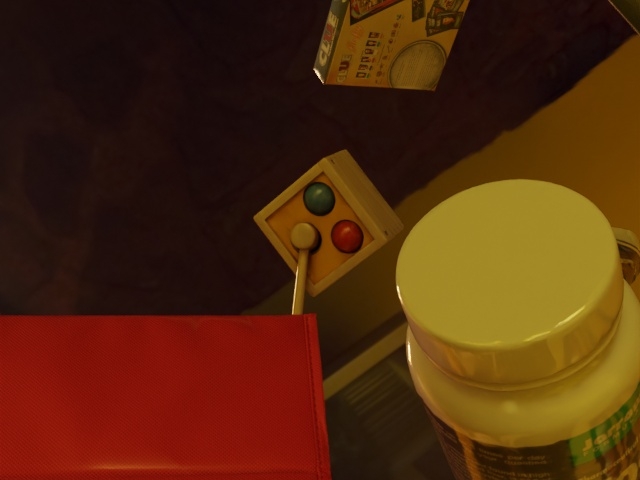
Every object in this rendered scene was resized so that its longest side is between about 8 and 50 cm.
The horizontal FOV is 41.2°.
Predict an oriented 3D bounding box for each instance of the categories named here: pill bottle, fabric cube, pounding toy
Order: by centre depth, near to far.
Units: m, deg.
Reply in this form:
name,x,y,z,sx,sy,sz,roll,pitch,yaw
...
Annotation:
name,x,y,z,sx,sy,sz,roll,pitch,yaw
fabric cube,-0.129,0.219,0.536,0.259,0.258,0.254,-96,-170,-49
pill bottle,0.194,0.130,0.775,0.204,0.204,0.361,49,-11,45
pounding toy,0.000,0.000,0.923,0.130,0.141,0.100,53,24,2

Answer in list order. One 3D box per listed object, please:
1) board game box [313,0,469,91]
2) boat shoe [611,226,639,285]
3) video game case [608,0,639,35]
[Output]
name,x,y,z,sx,sy,sz,roll,pitch,yaw
board game box,0.101,-0.298,1.017,0.042,0.165,0.243,61,-37,44
boat shoe,0.336,0.038,1.051,0.301,0.108,0.102,22,46,-54
video game case,0.350,-0.151,0.765,0.274,0.026,0.196,1,51,-51
